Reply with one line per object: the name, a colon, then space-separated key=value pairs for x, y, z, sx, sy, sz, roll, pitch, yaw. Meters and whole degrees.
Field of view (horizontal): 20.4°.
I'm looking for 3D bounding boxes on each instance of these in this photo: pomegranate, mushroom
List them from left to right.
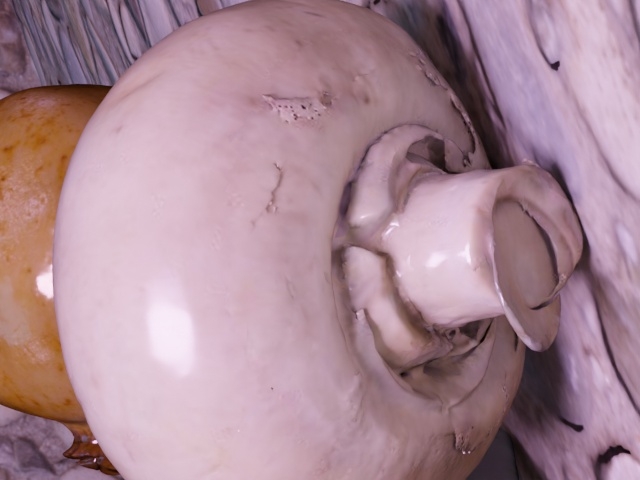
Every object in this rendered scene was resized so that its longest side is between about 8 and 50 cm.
pomegranate: x=-0.172 y=0.009 z=1.379 sx=0.307 sy=0.307 sz=0.307 roll=159 pitch=90 yaw=-78
mushroom: x=0.010 y=0.014 z=0.763 sx=0.246 sy=0.202 sz=0.246 roll=19 pitch=-113 yaw=-56

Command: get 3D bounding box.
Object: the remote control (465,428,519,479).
remote control: x=0.030 y=0.167 z=0.802 sx=0.344 sy=0.145 sz=0.050 roll=-85 pitch=10 yaw=-68
